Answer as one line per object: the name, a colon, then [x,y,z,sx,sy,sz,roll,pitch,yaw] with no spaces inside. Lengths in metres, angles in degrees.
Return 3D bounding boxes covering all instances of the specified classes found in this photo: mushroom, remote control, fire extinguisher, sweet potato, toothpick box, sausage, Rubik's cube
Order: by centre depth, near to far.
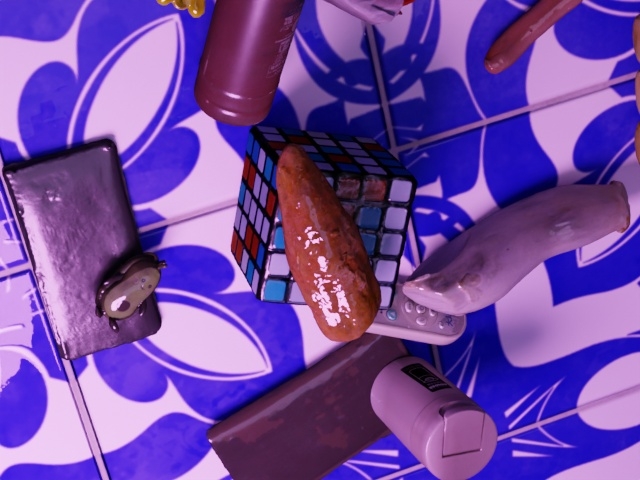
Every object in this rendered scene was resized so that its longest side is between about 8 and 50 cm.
fire extinguisher: [-0.068,-0.298,1.658,0.102,0.138,0.344,10,137,-10]
sweet potato: [0.000,0.000,1.678,0.097,0.097,0.251,-23,108,-7]
Rubik's cube: [-0.001,-0.031,1.810,0.182,0.184,0.187,5,107,-17]
sausage: [0.288,-0.288,1.873,0.186,0.043,0.043,-41,117,1]
toothpick box: [0.153,0.242,1.936,0.111,0.181,0.111,-8,112,-21]
mushroom: [0.274,0.005,1.957,0.351,0.097,0.109,-28,76,-10]
remote control: [0.099,0.096,1.958,0.221,0.078,0.042,11,149,-20]

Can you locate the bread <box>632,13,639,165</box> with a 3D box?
bread: [0.580,-0.198,1.913,0.300,0.210,0.341,-6,114,-13]

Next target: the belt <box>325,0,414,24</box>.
belt: [0.066,-0.421,1.677,0.227,0.115,0.323,2,111,-38]

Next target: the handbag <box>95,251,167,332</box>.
handbag: [-0.243,0.059,1.816,0.111,0.047,0.072,-45,121,2]

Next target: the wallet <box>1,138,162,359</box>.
wallet: [-0.300,0.016,1.822,0.146,0.030,0.285,-19,114,-15]

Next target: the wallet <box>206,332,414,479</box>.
wallet: [0.002,0.248,2.004,0.309,0.042,0.165,-33,118,-6]

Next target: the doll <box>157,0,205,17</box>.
doll: [-0.127,-0.384,1.674,0.135,0.099,0.241,3,113,-57]
